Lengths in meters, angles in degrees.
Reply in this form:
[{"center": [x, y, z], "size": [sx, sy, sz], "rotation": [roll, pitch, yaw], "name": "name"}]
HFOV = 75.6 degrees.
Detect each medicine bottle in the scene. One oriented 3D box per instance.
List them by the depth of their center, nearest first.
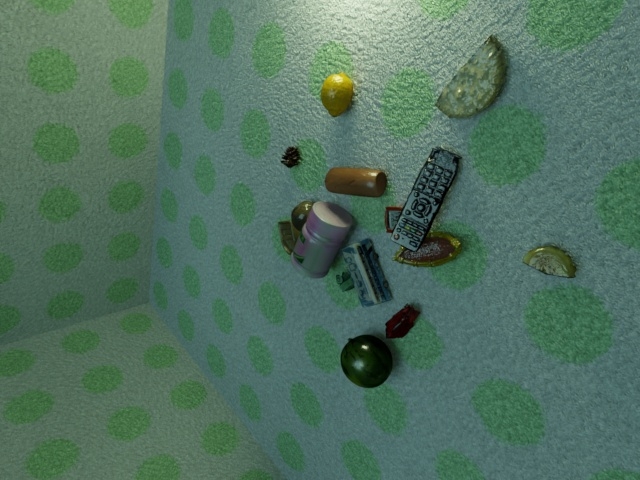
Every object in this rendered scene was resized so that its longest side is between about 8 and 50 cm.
[{"center": [0.000, 0.000, 1.969], "size": [0.212, 0.211, 0.326], "rotation": [45, 128, 28], "name": "medicine bottle"}]

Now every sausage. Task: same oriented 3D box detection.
[{"center": [0.147, -0.259, 1.823], "size": [0.304, 0.121, 0.121], "rotation": [13, 109, 41], "name": "sausage"}]

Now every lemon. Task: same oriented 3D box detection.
[{"center": [0.070, -0.632, 1.791], "size": [0.142, 0.142, 0.187], "rotation": [27, 116, 37], "name": "lemon"}]

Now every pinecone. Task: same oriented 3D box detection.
[{"center": [-0.148, -0.424, 2.101], "size": [0.102, 0.102, 0.110], "rotation": [26, 84, 38], "name": "pinecone"}]

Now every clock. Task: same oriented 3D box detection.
[{"center": [0.341, -0.085, 1.722], "size": [0.155, 0.061, 0.113], "rotation": [8, 106, 47], "name": "clock"}]

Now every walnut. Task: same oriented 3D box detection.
[{"center": [-0.079, -0.119, 2.072], "size": [0.140, 0.140, 0.162], "rotation": [56, 131, 19], "name": "walnut"}]

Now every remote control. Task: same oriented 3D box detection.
[{"center": [0.399, -0.156, 1.588], "size": [0.144, 0.062, 0.399], "rotation": [29, 108, 19], "name": "remote control"}]

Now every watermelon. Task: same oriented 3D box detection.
[{"center": [0.210, 0.550, 1.886], "size": [0.242, 0.242, 0.243], "rotation": [13, 110, 42], "name": "watermelon"}]

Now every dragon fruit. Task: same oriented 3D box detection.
[{"center": [0.343, 0.341, 1.791], "size": [0.092, 0.122, 0.192], "rotation": [61, 138, 35], "name": "dragon fruit"}]

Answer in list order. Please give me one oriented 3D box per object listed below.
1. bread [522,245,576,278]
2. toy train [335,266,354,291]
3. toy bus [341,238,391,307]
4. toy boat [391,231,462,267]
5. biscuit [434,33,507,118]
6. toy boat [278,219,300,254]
[{"center": [0.744, 0.064, 1.342], "size": [0.157, 0.082, 0.095], "rotation": [6, 102, 42], "name": "bread"}, {"center": [0.145, 0.178, 1.978], "size": [0.100, 0.070, 0.172], "rotation": [55, 131, 10], "name": "toy train"}, {"center": [0.208, 0.150, 1.861], "size": [0.106, 0.130, 0.298], "rotation": [-27, 80, 45], "name": "toy bus"}, {"center": [0.430, 0.040, 1.640], "size": [0.317, 0.098, 0.141], "rotation": [-15, 86, 48], "name": "toy boat"}, {"center": [0.528, -0.533, 1.402], "size": [0.179, 0.084, 0.281], "rotation": [52, 130, 23], "name": "biscuit"}, {"center": [-0.161, -0.017, 2.233], "size": [0.116, 0.061, 0.189], "rotation": [-3, 98, 44], "name": "toy boat"}]
